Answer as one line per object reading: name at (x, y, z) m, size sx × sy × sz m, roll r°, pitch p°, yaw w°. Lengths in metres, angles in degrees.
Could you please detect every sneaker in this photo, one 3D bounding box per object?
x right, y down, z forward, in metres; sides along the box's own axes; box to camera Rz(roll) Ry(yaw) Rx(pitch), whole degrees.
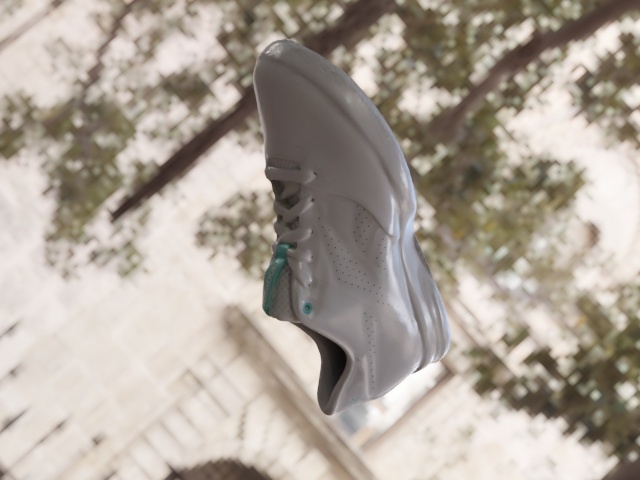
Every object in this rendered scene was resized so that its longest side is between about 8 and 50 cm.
sneaker at (0.000, 0.000, 0.950) m, size 0.080 × 0.094 × 0.212 m, roll 19°, pitch -43°, yaw 54°
